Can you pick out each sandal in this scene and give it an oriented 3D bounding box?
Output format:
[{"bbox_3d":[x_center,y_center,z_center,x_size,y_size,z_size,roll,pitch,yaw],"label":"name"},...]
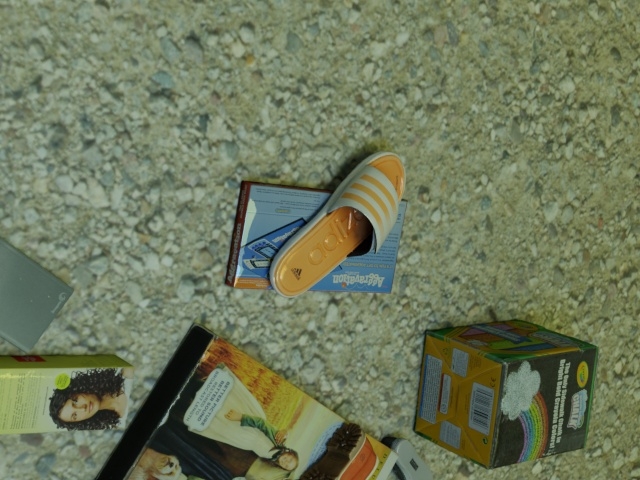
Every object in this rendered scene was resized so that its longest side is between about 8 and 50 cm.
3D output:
[{"bbox_3d":[0.045,-0.011,1.461,0.265,0.076,0.102,-47,125,-19],"label":"sandal"}]

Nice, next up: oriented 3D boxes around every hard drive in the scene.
[{"bbox_3d":[-0.366,0.059,1.238,0.135,0.022,0.094,43,75,-37],"label":"hard drive"}]

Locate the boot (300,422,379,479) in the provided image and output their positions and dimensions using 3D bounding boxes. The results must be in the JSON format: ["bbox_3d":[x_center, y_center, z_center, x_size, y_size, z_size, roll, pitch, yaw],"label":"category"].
[{"bbox_3d":[0.025,0.347,1.512,0.158,0.059,0.084,-49,130,-19],"label":"boot"}]

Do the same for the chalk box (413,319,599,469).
[{"bbox_3d":[0.321,0.238,1.712,0.289,0.179,0.180,-2,102,-38],"label":"chalk box"}]

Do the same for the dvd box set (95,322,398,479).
[{"bbox_3d":[-0.101,0.345,1.493,0.420,0.062,0.307,40,78,-37],"label":"dvd box set"}]

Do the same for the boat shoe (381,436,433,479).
[{"bbox_3d":[0.140,0.362,1.695,0.049,0.040,0.142,-47,126,-29],"label":"boat shoe"}]

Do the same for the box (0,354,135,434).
[{"bbox_3d":[-0.342,0.183,1.268,0.232,0.058,0.087,3,100,-37],"label":"box"}]

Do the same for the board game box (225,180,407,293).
[{"bbox_3d":[0.000,0.000,1.497,0.281,0.027,0.145,4,98,-38],"label":"board game box"}]
